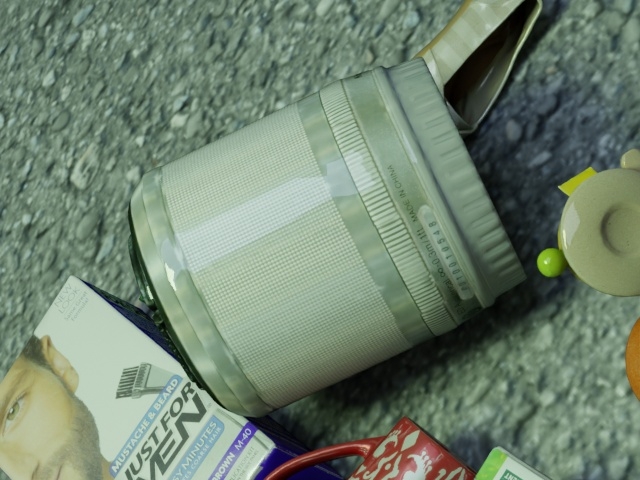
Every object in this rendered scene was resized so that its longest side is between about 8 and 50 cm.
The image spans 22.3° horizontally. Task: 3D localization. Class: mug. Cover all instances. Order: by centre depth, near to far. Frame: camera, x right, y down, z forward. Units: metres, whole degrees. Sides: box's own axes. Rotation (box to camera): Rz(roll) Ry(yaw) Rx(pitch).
[{"bbox_3d":[0.034,0.217,1.243,0.169,0.150,0.113,-50,6,-1],"label":"mug"}]

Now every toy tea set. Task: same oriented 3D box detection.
[{"bbox_3d":[0.317,-0.008,1.136,0.336,0.124,0.200,-29,86,-10],"label":"toy tea set"}]

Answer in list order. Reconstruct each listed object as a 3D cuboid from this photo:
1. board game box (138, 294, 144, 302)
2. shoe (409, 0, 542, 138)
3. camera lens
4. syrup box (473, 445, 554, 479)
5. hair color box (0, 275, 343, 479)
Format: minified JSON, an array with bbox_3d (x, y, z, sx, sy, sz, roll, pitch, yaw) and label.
[{"bbox_3d":[-0.051,0.029,1.493,0.260,0.030,0.136,17,80,44],"label":"board game box"},{"bbox_3d":[0.116,-0.137,1.414,0.219,0.076,0.058,-55,40,-2],"label":"shoe"},{"bbox_3d":[0.000,0.000,1.299,0.274,0.219,0.219,-25,51,6],"label":"camera lens"},{"bbox_3d":[0.117,0.280,1.164,0.093,0.096,0.237,31,86,45],"label":"syrup box"},{"bbox_3d":[-0.155,0.189,1.433,0.339,0.110,0.185,33,90,47],"label":"hair color box"}]
